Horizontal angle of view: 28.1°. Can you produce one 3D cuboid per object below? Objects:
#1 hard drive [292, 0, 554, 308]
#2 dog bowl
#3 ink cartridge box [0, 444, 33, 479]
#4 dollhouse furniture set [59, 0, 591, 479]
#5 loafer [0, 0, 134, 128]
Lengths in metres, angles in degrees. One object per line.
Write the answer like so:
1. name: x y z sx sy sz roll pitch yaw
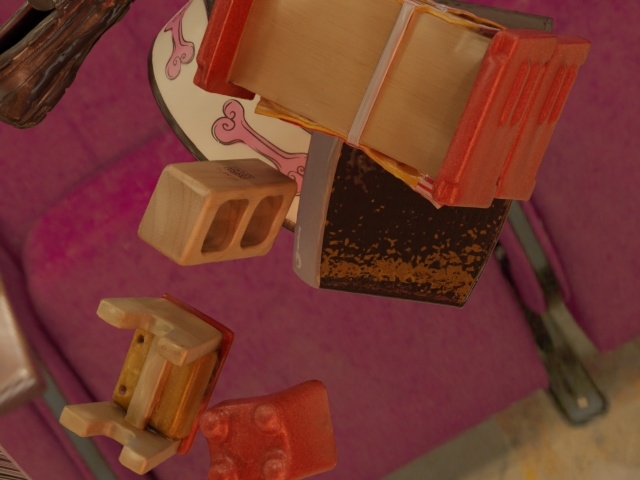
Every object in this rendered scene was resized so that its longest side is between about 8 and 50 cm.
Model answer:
1. hard drive: 0.078 -0.062 1.001 0.172 0.255 0.054 9 30 -10
2. dog bowl: 0.023 -0.173 1.418 0.150 0.408 0.408 -55 42 32
3. ink cartridge box: -0.205 0.310 0.597 0.308 0.091 0.385 27 97 49
4. dollhouse furniture set: 0.000 0.000 0.859 0.201 0.152 0.374 29 106 23
5. loafer: -0.201 -0.188 1.000 0.223 0.078 0.076 -50 33 13
